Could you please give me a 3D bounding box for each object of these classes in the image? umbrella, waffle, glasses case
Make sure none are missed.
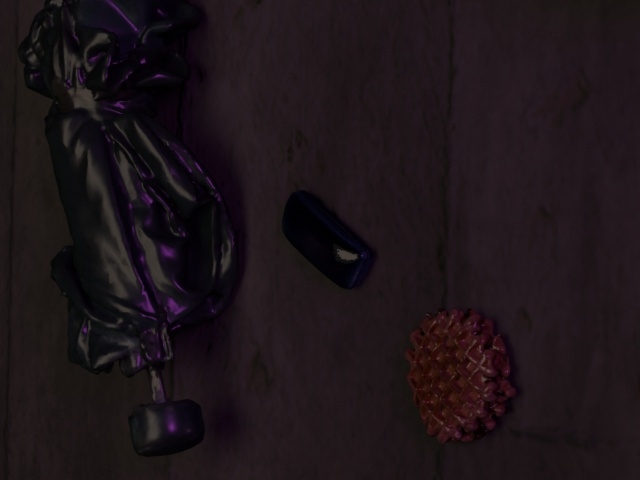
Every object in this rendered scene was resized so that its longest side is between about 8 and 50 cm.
[{"bbox_3d":[-0.132,-0.020,1.274,0.143,0.094,0.348,-24,74,39],"label":"umbrella"},{"bbox_3d":[0.081,0.079,1.081,0.075,0.029,0.083,-26,68,45],"label":"waffle"},{"bbox_3d":[0.000,0.000,1.177,0.083,0.023,0.033,44,119,40],"label":"glasses case"}]
